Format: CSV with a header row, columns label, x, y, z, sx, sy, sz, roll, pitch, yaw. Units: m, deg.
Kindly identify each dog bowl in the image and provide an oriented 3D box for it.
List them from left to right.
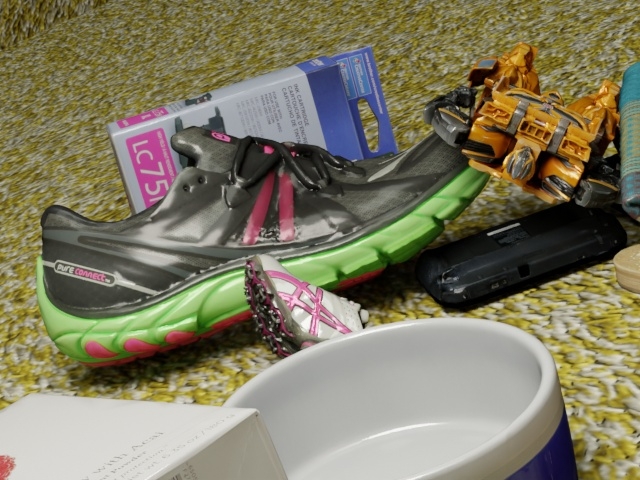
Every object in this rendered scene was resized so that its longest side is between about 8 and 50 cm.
label,x,y,z,sx,sy,sz,roll,pitch,yaw
dog bowl,0.054,0.161,1.241,0.265,0.104,0.265,-14,20,5

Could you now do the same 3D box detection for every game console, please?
label,x,y,z,sx,sy,sz,roll,pitch,yaw
game console,0.263,-0.019,1.655,0.361,0.044,0.213,-19,19,-11

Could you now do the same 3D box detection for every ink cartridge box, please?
label,x,y,z,sx,sy,sz,roll,pitch,yaw
ink cartridge box,-0.060,-0.083,1.838,0.311,0.186,0.065,-19,18,-12

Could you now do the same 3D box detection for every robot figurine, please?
label,x,y,z,sx,sy,sz,roll,pitch,yaw
robot figurine,0.215,-0.116,1.641,0.211,0.085,0.291,25,20,6

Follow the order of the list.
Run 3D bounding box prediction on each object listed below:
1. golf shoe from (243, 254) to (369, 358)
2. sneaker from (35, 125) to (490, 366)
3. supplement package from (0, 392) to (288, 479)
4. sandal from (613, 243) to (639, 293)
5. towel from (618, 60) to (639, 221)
label,x,y,z,sx,sy,sz,roll,pitch,yaw
golf shoe,-0.003,0.077,1.501,0.086,0.067,0.186,-21,51,-25
sneaker,-0.051,-0.034,1.643,0.482,0.202,0.185,-19,-5,-13
supplement package,-0.155,0.216,1.083,0.177,0.175,0.293,-31,16,-34
sandal,0.351,0.009,1.461,0.088,0.079,0.240,-31,26,-36
towel,0.413,-0.098,1.552,0.271,0.040,0.370,0,24,11
